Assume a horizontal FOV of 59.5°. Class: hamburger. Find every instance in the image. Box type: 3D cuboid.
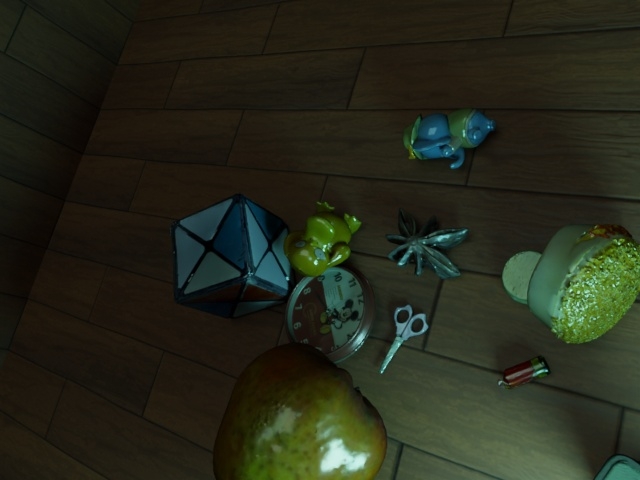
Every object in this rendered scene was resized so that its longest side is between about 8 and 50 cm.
[{"bbox_3d":[0.613,0.096,1.277,0.179,0.276,0.294,31,95,48],"label":"hamburger"}]

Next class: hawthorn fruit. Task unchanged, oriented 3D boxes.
[{"bbox_3d":[-0.070,0.513,1.455,0.471,0.472,0.472,-12,67,29],"label":"hawthorn fruit"}]

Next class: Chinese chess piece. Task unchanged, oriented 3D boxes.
[{"bbox_3d":[0.545,0.096,1.454,0.144,0.058,0.144,-11,69,30],"label":"Chinese chess piece"}]

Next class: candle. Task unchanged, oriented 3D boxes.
[{"bbox_3d":[0.503,0.333,1.397,0.130,0.052,0.052,-31,59,21],"label":"candle"}]

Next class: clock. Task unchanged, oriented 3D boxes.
[{"bbox_3d":[0.028,0.224,1.726,0.318,0.080,0.318,-16,58,28],"label":"clock"}]

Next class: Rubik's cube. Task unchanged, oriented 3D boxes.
[{"bbox_3d":[-0.286,0.058,1.848,0.307,0.305,0.310,-21,62,24],"label":"Rubik's cube"}]

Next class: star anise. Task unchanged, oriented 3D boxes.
[{"bbox_3d":[0.302,0.018,1.614,0.257,0.110,0.198,19,68,29],"label":"star anise"}]

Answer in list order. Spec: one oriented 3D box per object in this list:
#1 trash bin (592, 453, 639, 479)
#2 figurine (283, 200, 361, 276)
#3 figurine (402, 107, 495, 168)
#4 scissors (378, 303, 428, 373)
[{"bbox_3d":[0.630,0.533,1.059,0.223,0.343,0.158,35,92,35],"label":"trash bin"},{"bbox_3d":[0.002,0.001,1.741,0.215,0.228,0.215,6,108,21],"label":"figurine"},{"bbox_3d":[0.370,-0.309,1.661,0.262,0.154,0.180,6,65,38],"label":"figurine"},{"bbox_3d":[0.225,0.289,1.609,0.110,0.021,0.212,29,89,33],"label":"scissors"}]
